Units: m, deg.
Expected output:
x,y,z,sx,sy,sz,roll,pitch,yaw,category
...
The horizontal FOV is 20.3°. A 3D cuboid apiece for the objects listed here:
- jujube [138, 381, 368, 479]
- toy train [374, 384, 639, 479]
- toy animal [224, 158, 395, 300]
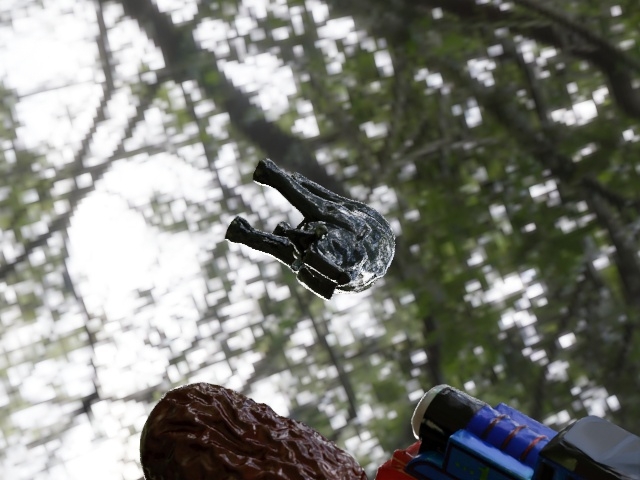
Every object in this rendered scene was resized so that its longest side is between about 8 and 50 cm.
x,y,z,sx,sy,sz,roll,pitch,yaw,category
-0.049,0.167,1.245,0.176,0.109,0.112,27,-34,25,jujube
0.149,0.177,1.297,0.204,0.082,0.131,27,-59,28,toy train
-0.009,-0.005,1.549,0.137,0.269,0.082,29,-84,8,toy animal
